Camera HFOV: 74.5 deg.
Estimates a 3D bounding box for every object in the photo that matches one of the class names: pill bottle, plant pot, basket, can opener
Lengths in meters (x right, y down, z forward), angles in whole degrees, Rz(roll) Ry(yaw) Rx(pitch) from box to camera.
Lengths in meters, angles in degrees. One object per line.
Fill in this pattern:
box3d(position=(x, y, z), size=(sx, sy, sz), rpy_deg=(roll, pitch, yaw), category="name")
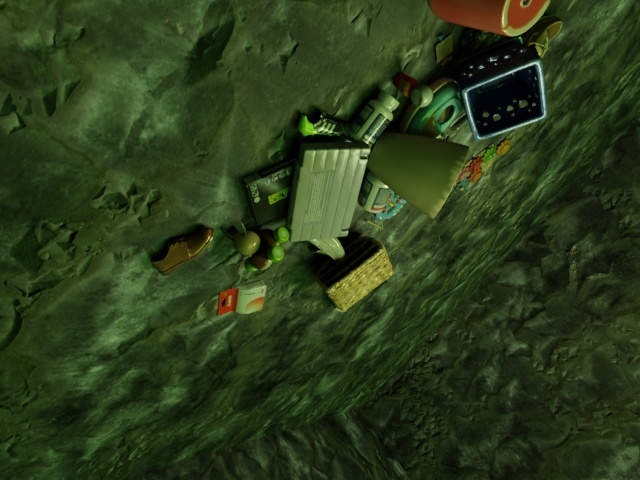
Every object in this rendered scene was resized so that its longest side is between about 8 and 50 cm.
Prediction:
box3d(position=(0.169, -0.383, 1.332), size=(0.094, 0.094, 0.169), rpy_deg=(16, 119, -51), category="pill bottle")
box3d(position=(0.582, -0.507, 1.377), size=(0.236, 0.212, 0.236), rpy_deg=(-16, 139, 24), category="plant pot")
box3d(position=(0.121, 0.105, 1.744), size=(0.299, 0.213, 0.223), rpy_deg=(-37, 143, -2), category="basket")
box3d(position=(0.215, -0.203, 1.570), size=(0.108, 0.108, 0.180), rpy_deg=(-13, 138, -34), category="pill bottle")
box3d(position=(0.302, -0.244, 1.393), size=(0.256, 0.274, 0.256), rpy_deg=(25, 90, -84), category="plant pot")
box3d(position=(0.510, -0.451, 1.620), size=(0.283, 0.076, 0.095), rpy_deg=(-39, 178, -1), category="can opener")
box3d(position=(0.470, -0.691, 1.131), size=(0.275, 0.243, 0.274), rpy_deg=(-25, 144, -20), category="plant pot")

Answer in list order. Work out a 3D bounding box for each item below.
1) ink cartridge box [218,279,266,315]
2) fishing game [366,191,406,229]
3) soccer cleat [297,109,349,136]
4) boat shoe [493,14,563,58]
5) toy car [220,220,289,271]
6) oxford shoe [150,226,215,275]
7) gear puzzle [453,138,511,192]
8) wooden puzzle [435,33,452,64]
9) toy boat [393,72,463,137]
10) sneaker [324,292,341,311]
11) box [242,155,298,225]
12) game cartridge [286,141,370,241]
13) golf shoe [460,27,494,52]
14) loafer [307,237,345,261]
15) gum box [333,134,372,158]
box3d(position=(-0.304, 0.235, 1.643), size=(0.179, 0.045, 0.145), rpy_deg=(-17, 140, -34), category="ink cartridge box")
box3d(position=(0.308, -0.159, 1.770), size=(0.264, 0.041, 0.189), rpy_deg=(-49, 144, 10), category="fishing game")
box3d(position=(0.016, -0.352, 1.257), size=(0.179, 0.060, 0.072), rpy_deg=(-13, 136, -30), category="soccer cleat")
box3d(position=(0.744, -0.684, 1.506), size=(0.324, 0.120, 0.122), rpy_deg=(-34, 146, -8), category="boat shoe")
box3d(position=(-0.228, -0.004, 1.369), size=(0.155, 0.148, 0.188), rpy_deg=(-24, 131, 40), category="toy car")
box3d(position=(-0.415, 0.021, 1.270), size=(0.212, 0.076, 0.076), rpy_deg=(-37, 135, -5), category="oxford shoe")
box3d(position=(0.766, -0.353, 1.976), size=(0.339, 0.044, 0.175), rpy_deg=(-37, 146, -4), category="gear puzzle")
box3d(position=(0.396, -0.616, 1.353), size=(0.079, 0.014, 0.116), rpy_deg=(-37, 147, -11), category="wooden puzzle")
box3d(position=(0.354, -0.435, 1.399), size=(0.267, 0.148, 0.318), rpy_deg=(-49, 145, 14), category="toy boat")
box3d(position=(0.078, 0.281, 2.017), size=(0.064, 0.086, 0.192), rpy_deg=(-35, 146, -7), category="sneaker")
box3d(position=(-0.141, -0.157, 1.343), size=(0.191, 0.045, 0.184), rpy_deg=(-27, 142, -17), category="box")
box3d(position=(0.013, -0.152, 1.364), size=(0.230, 0.068, 0.355), rpy_deg=(-3, 132, -19), category="game cartridge")
box3d(position=(0.529, -0.698, 1.343), size=(0.094, 0.077, 0.198), rpy_deg=(-15, 147, -48), category="golf shoe")
box3d(position=(0.000, 0.000, 1.610), size=(0.111, 0.112, 0.319), rpy_deg=(-36, 139, 4), category="loafer")
box3d(position=(0.074, -0.256, 1.436), size=(0.157, 0.041, 0.184), rpy_deg=(7, 124, -48), category="gum box")
